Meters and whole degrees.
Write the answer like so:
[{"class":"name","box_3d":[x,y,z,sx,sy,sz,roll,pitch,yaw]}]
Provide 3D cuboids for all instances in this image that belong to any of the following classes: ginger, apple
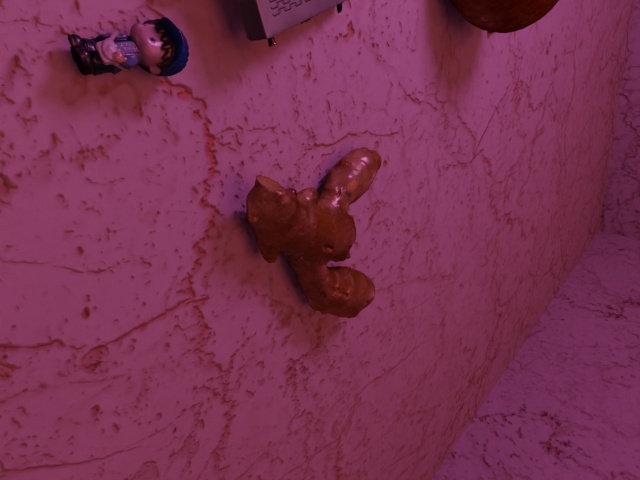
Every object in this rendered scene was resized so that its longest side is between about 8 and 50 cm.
[{"class":"ginger","box_3d":[-0.013,0.009,0.867,0.348,0.122,0.362,-12,119,-43]},{"class":"apple","box_3d":[0.422,-0.628,0.993,0.309,0.250,0.277,32,80,-46]}]

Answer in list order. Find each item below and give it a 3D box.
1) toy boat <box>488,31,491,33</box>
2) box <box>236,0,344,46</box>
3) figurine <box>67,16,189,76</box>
[{"class":"toy boat","box_3d":[0.496,-0.627,1.252,0.115,0.016,0.063,-44,132,-29]},{"class":"box","box_3d":[-0.043,-0.429,0.677,0.270,0.045,0.210,-50,136,-39]},{"class":"figurine","box_3d":[-0.229,-0.230,0.559,0.136,0.077,0.079,-27,162,-20]}]
